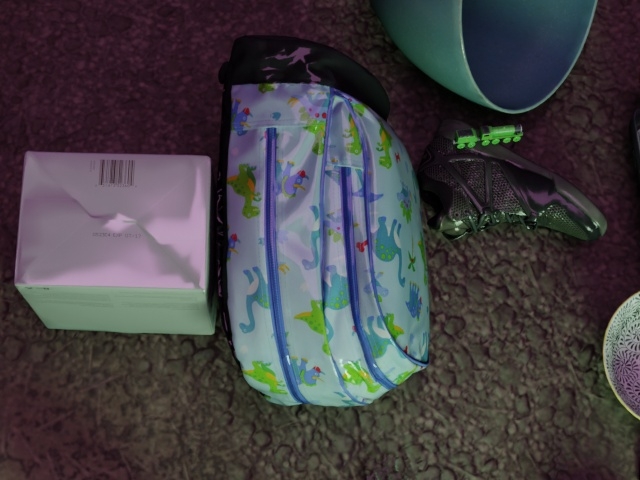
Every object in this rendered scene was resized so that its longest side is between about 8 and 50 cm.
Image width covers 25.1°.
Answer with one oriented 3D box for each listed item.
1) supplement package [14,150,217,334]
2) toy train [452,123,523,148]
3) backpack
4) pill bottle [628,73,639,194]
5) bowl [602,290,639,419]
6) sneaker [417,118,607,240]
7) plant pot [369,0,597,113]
[{"bbox_3d":[-0.209,0.006,1.536,0.194,0.203,0.149,2,74,-1],"label":"supplement package"},{"bbox_3d":[0.191,-0.120,1.631,0.083,0.023,0.017,-8,59,-10],"label":"toy train"},{"bbox_3d":[0.000,0.000,1.526,0.273,0.290,0.355,12,79,14],"label":"backpack"},{"bbox_3d":[0.431,-0.088,1.663,0.130,0.130,0.245,-4,74,-6],"label":"pill bottle"},{"bbox_3d":[0.391,0.140,1.619,0.170,0.080,0.170,1,73,-5],"label":"bowl"},{"bbox_3d":[0.210,-0.035,1.654,0.227,0.087,0.130,29,75,7],"label":"sneaker"},{"bbox_3d":[0.167,-0.306,1.655,0.195,0.290,0.290,17,69,38],"label":"plant pot"}]
